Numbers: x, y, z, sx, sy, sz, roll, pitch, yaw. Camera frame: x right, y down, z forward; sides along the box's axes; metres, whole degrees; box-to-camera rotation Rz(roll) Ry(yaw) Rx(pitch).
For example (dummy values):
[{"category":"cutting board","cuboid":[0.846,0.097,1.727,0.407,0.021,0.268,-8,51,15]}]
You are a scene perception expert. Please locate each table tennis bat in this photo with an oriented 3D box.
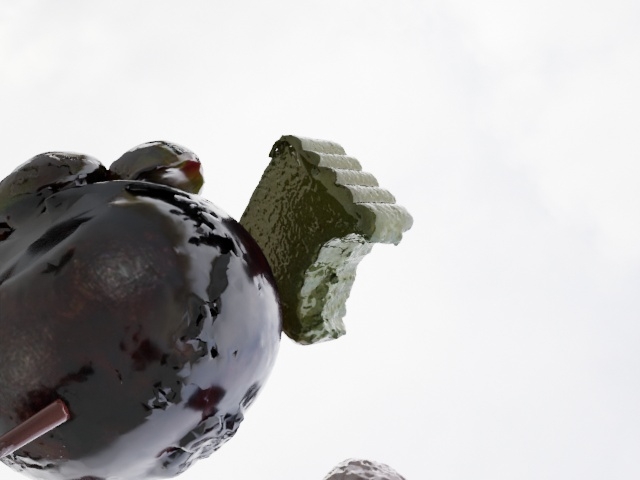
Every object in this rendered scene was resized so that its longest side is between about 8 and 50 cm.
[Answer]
[{"category":"table tennis bat","cuboid":[-0.275,0.180,0.583,0.155,0.019,0.098,-33,-170,-14]}]

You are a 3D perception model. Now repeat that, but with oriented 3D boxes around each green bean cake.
[{"category":"green bean cake","cuboid":[0.000,0.000,1.011,0.233,0.124,0.236,52,-55,32]}]

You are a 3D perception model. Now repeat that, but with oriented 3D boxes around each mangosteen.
[{"category":"mangosteen","cuboid":[-0.237,0.085,0.878,0.381,0.381,0.421,-40,-135,19]}]

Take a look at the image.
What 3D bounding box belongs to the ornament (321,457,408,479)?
[{"category":"ornament","cuboid":[0.079,0.532,1.305,0.225,0.259,0.259,36,-82,21]}]
